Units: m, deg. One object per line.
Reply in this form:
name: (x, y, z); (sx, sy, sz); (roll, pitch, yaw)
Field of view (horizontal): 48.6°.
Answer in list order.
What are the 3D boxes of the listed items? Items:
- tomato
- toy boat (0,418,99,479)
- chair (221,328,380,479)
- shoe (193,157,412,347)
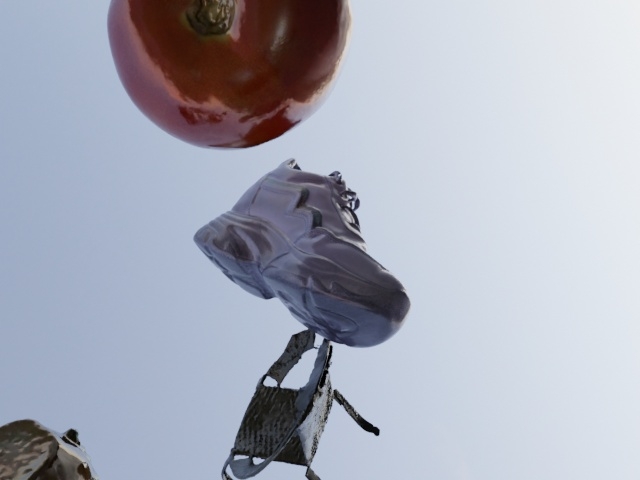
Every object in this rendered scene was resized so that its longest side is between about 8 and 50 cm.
tomato: (-0.069, -0.166, 0.564); (0.195, 0.195, 0.136); (62, -169, 6)
toy boat: (-0.274, 0.217, 0.464); (0.293, 0.108, 0.099); (-38, -41, -46)
chair: (-0.031, 0.194, 0.754); (0.213, 0.148, 0.174); (75, -152, -43)
shoe: (0.000, 0.000, 0.640); (0.138, 0.245, 0.095); (-53, -45, -15)
